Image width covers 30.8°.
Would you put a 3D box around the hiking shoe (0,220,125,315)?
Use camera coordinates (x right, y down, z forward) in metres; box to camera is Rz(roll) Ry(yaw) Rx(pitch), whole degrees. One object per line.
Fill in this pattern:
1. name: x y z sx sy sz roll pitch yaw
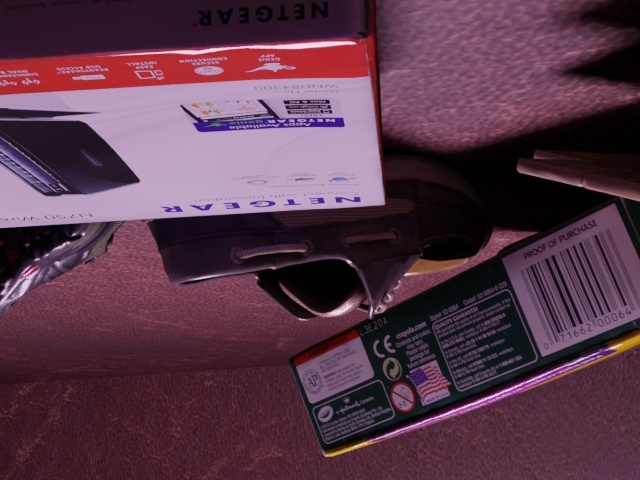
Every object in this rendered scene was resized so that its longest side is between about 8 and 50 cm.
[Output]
1. hiking shoe: -0.229 0.008 0.962 0.227 0.086 0.114 -26 168 37

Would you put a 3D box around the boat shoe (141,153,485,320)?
1. boat shoe: 0.000 0.000 0.903 0.355 0.130 0.132 8 166 -44

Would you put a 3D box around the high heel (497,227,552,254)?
1. high heel: 0.376 0.065 1.199 0.377 0.181 0.127 -4 169 8

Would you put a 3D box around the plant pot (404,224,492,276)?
1. plant pot: 0.069 0.012 1.260 0.236 0.032 0.236 -3 169 -1

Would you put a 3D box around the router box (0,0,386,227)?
1. router box: -0.135 -0.077 0.586 0.335 0.082 0.301 -3 169 5

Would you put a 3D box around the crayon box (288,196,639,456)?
1. crayon box: 0.208 0.064 1.020 0.363 0.106 0.313 -30 166 40

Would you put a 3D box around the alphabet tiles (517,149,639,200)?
1. alphabet tiles: 0.291 -0.020 0.643 0.285 0.011 0.342 1 -169 -29
